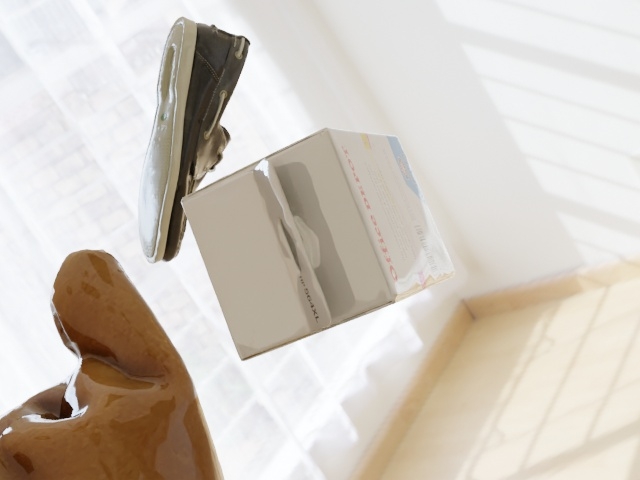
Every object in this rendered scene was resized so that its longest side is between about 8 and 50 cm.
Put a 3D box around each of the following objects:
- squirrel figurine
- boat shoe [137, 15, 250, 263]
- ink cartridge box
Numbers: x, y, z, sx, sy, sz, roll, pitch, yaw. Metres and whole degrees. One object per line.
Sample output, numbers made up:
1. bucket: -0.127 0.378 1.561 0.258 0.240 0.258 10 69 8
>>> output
1. squirrel figurine: -0.227 0.264 0.613 0.370 0.397 0.281 -21 -31 -34
2. boat shoe: -0.121 -0.088 0.921 0.079 0.233 0.084 9 7 -31
3. ink cartridge box: 0.000 0.000 0.519 0.090 0.092 0.143 -24 -5 21
